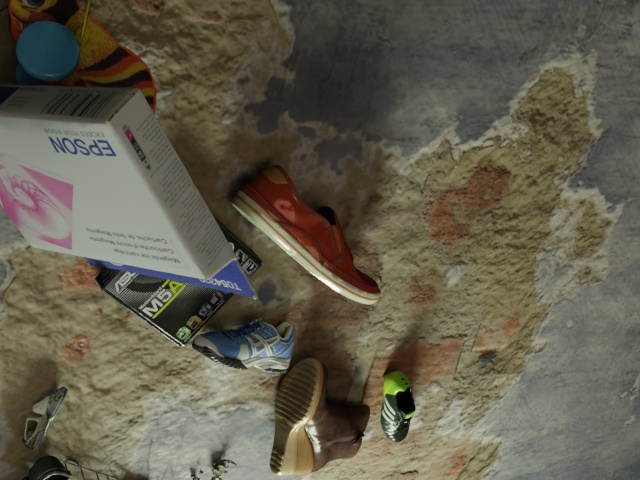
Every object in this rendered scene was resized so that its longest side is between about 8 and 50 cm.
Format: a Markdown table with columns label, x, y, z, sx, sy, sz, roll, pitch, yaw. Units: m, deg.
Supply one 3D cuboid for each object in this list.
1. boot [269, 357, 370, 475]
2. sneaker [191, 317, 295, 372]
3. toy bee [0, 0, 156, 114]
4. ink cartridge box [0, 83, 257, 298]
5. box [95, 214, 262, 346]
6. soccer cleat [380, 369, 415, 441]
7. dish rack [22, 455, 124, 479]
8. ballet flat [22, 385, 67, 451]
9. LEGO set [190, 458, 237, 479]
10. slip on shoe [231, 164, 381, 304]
| label | x | y | z | sx | sy | sz | roll | pitch | yaw |
| --- | --- | --- | --- | --- | --- | --- | --- | --- | --- |
| boot | 0.012 | 0.316 | 1.622 | 0.207 | 0.090 | 0.248 | -3 | 116 | -44 |
| sneaker | -0.124 | 0.164 | 1.439 | 0.211 | 0.080 | 0.081 | 13 | 100 | -51 |
| toy bee | -0.307 | -0.250 | 1.036 | 0.298 | 0.195 | 0.162 | 38 | 67 | -30 |
| ink cartridge box | -0.274 | -0.042 | 1.074 | 0.071 | 0.324 | 0.330 | -55 | 136 | -33 |
| box | -0.210 | 0.045 | 1.336 | 0.190 | 0.045 | 0.184 | -46 | 132 | -3 |
| soccer cleat | 0.154 | 0.334 | 1.707 | 0.060 | 0.072 | 0.179 | -20 | 125 | -22 |
| dish rack | -0.400 | 0.468 | 1.438 | 0.271 | 0.074 | 0.208 | 34 | 96 | -40 |
| ballet flat | -0.423 | 0.269 | 1.335 | 0.041 | 0.041 | 0.114 | 18 | 104 | -38 |
| LEGO set | -0.192 | 0.411 | 1.573 | 0.083 | 0.023 | 0.054 | -4 | 117 | -15 |
| slip on shoe | 0.000 | 0.000 | 1.400 | 0.101 | 0.123 | 0.331 | -50 | 125 | -3 |
